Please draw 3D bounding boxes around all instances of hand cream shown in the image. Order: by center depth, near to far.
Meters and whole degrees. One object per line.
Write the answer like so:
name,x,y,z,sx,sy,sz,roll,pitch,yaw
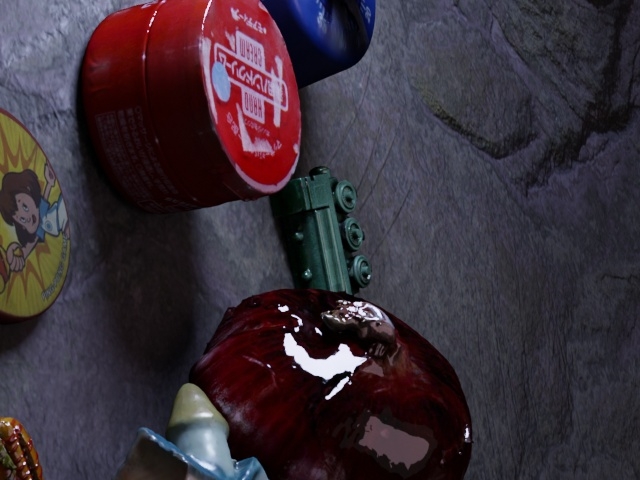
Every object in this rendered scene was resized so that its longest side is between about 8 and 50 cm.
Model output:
hand cream,-0.130,-0.141,2.036,0.230,0.149,0.230,40,44,-53

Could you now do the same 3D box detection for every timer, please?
timer,0.062,-0.323,2.219,0.270,0.384,0.270,36,49,-55

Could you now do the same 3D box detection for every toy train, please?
toy train,0.000,0.000,2.330,0.111,0.071,0.170,-14,94,-54

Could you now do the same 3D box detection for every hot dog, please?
hot dog,-0.261,0.224,1.754,0.062,0.038,0.144,-37,113,-61

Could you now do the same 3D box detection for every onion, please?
onion,0.022,0.163,2.053,0.314,0.232,0.314,24,27,-13

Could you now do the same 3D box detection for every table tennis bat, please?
table tennis bat,-0.314,-0.037,1.762,0.310,0.038,0.200,35,48,-59

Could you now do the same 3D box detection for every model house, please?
model house,-0.135,0.288,1.869,0.267,0.194,0.325,39,32,-48
